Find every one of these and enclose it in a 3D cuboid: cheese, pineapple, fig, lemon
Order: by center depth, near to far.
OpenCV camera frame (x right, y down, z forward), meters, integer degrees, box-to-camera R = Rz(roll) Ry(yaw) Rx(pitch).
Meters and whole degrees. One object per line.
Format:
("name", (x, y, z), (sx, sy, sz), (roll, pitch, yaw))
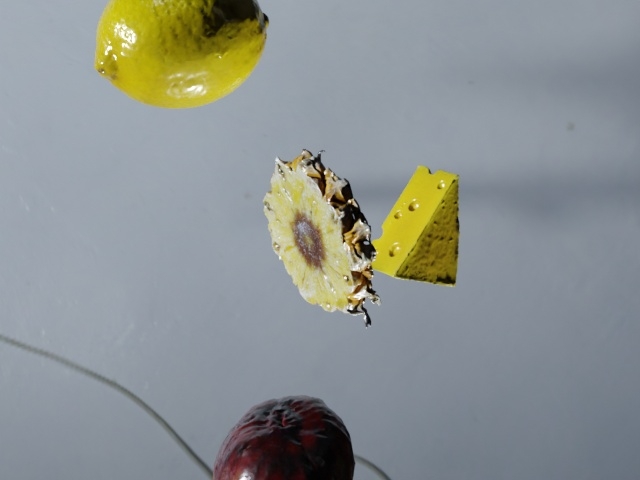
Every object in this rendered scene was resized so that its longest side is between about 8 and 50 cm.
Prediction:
("pineapple", (0.000, 0.000, 1.207), (0.047, 0.221, 0.221), (-22, 108, -23))
("cheese", (0.153, -0.027, 1.619), (0.126, 0.093, 0.171), (12, 95, -36))
("fig", (-0.061, 0.364, 1.628), (0.224, 0.224, 0.263), (26, 97, -22))
("lemon", (-0.222, -0.326, 1.707), (0.263, 0.236, 0.235), (8, 99, -24))
